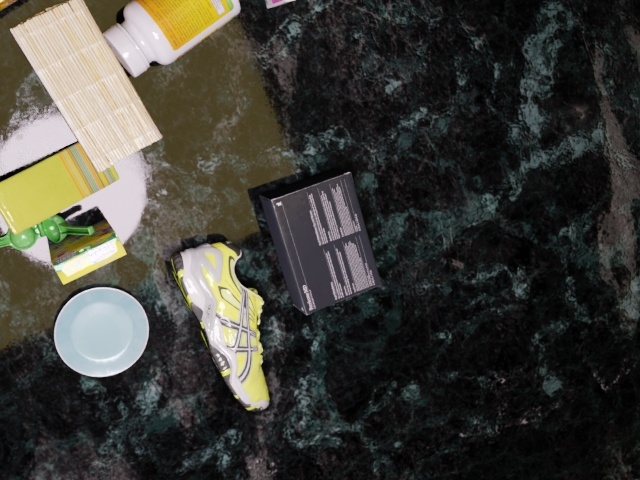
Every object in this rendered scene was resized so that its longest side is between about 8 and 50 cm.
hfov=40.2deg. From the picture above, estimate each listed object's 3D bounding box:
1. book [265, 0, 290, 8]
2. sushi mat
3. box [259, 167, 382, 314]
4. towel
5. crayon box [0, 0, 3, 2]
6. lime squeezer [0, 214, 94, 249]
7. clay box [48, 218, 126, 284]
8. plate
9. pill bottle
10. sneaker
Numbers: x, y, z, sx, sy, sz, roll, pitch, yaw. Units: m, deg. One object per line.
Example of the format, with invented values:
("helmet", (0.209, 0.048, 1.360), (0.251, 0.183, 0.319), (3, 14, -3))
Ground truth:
("book", (-0.089, -0.512, 1.720), (0.035, 0.144, 0.096), (-17, 105, -16))
("sushi mat", (-0.447, -0.301, 1.686), (0.151, 0.019, 0.316), (-34, 107, -18))
("box", (0.000, 0.000, 1.864), (0.184, 0.103, 0.261), (-21, 106, -18))
("towel", (-0.508, -0.109, 1.676), (0.237, 0.021, 0.102), (-34, 106, -30))
("crayon box", (-0.533, -0.491, 1.559), (0.278, 0.165, 0.081), (-36, 109, -10))
("lime squeezer", (-0.556, -0.002, 1.677), (0.310, 0.110, 0.059), (-10, 123, 13))
("clay box", (-0.442, 0.020, 1.649), (0.127, 0.222, 0.053), (-27, 107, -12))
("plate", (-0.446, 0.185, 1.783), (0.188, 0.024, 0.188), (-3, 100, -19))
("pill bottle", (-0.287, -0.424, 1.671), (0.246, 0.136, 0.136), (-39, 109, -9))
("sneaker", (-0.173, 0.181, 1.814), (0.147, 0.145, 0.384), (-25, 108, -13))
